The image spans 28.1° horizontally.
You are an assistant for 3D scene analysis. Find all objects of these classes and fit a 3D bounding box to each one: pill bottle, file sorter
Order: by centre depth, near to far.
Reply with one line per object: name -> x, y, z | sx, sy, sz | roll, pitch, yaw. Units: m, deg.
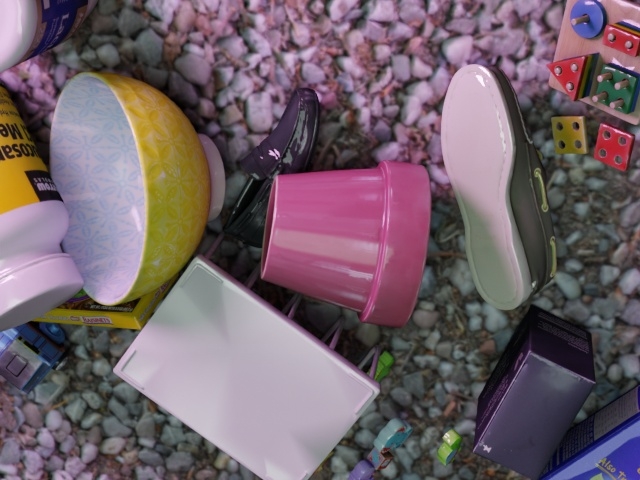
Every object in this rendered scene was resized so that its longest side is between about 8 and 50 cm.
pill bottle -> -0.362, -0.291, 1.508 | 0.153, 0.265, 0.153 | 4, 110, 10
pill bottle -> -0.431, -0.060, 1.594 | 0.188, 0.188, 0.334 | -31, 83, 18
file sorter -> -0.080, 0.148, 1.649 | 0.277, 0.173, 0.193 | 36, 109, -3

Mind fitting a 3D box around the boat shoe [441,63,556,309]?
boat shoe -> 0.224, -0.071, 1.567 | 0.109, 0.091, 0.305 | 5, 111, 48

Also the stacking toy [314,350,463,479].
stacking toy -> 0.073, 0.282, 1.685 | 0.167, 0.052, 0.221 | 46, 114, 31

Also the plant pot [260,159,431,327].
plant pot -> 0.025, -0.004, 1.550 | 0.180, 0.201, 0.201 | 7, 110, -6

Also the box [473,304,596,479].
box -> 0.268, 0.189, 1.608 | 0.093, 0.158, 0.156 | 26, 111, 1

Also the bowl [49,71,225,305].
bowl -> -0.213, -0.072, 1.594 | 0.156, 0.289, 0.289 | -9, 112, -33

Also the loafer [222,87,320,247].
loafer -> -0.061, -0.092, 1.614 | 0.078, 0.076, 0.223 | 14, 115, -18

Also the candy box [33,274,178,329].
candy box -> -0.294, 0.067, 1.666 | 0.206, 0.105, 0.027 | 2, 129, 29

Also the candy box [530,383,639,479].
candy box -> 0.473, 0.308, 1.629 | 0.317, 0.122, 0.268 | -37, 97, 20

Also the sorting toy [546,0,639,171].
sorting toy -> 0.322, -0.207, 1.484 | 0.132, 0.046, 0.275 | 32, 128, 35

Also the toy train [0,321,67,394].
toy train -> -0.428, 0.121, 1.739 | 0.184, 0.105, 0.080 | 40, 110, -5
